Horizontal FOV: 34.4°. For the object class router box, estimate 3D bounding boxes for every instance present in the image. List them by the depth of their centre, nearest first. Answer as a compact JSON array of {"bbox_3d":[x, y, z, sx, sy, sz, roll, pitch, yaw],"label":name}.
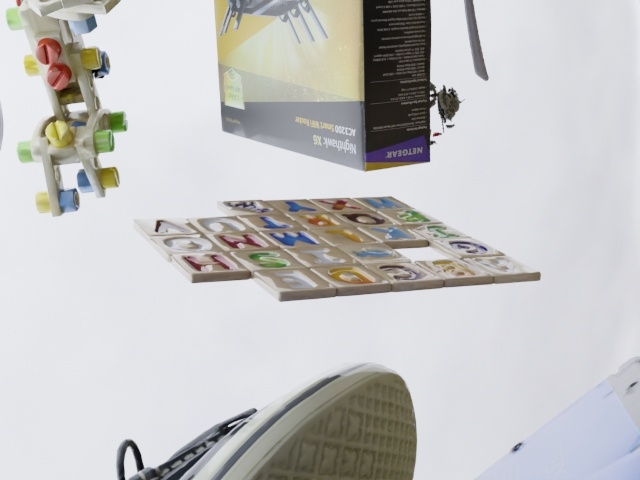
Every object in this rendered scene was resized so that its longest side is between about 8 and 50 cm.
[{"bbox_3d":[-0.009,-0.214,1.047,0.081,0.309,0.242,-11,-73,-29],"label":"router box"}]

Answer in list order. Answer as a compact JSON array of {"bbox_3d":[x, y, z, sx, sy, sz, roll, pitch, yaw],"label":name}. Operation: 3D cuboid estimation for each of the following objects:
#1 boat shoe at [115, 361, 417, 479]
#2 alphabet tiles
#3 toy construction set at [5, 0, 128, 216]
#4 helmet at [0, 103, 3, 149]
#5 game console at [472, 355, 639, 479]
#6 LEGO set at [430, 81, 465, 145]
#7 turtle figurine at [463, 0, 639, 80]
[{"bbox_3d":[-0.107,0.232,0.715,0.500,0.156,0.186,-36,-58,-39],"label":"boat shoe"},{"bbox_3d":[0.000,0.000,0.724,0.237,0.198,0.009,-3,-71,-28],"label":"alphabet tiles"},{"bbox_3d":[-0.321,-0.212,1.292,0.215,0.151,0.327,-91,8,-51],"label":"toy construction set"},{"bbox_3d":[-0.323,-0.094,0.781,0.161,0.170,0.169,-26,-57,-78],"label":"helmet"},{"bbox_3d":[0.156,0.150,0.407,0.250,0.173,0.293,-40,-9,8],"label":"game console"},{"bbox_3d":[0.122,-0.127,1.014,0.054,0.023,0.083,43,-130,-38],"label":"LEGO set"},{"bbox_3d":[0.159,-0.303,0.820,0.266,0.198,0.274,35,-88,-20],"label":"turtle figurine"}]
